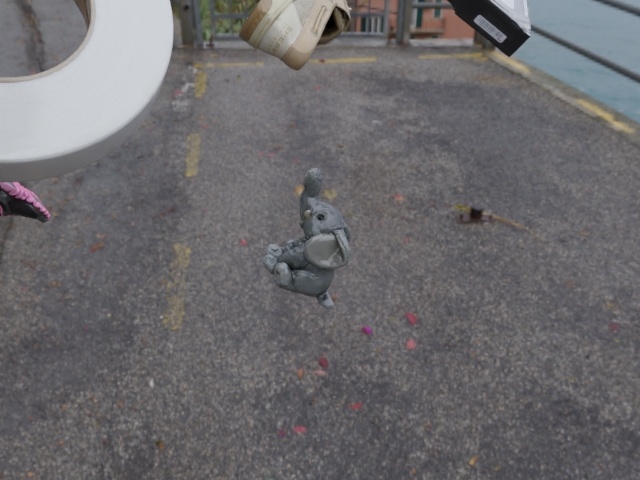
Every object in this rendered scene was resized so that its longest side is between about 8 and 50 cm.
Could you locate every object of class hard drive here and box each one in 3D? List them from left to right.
[{"bbox_3d":[0.301,-0.517,1.149,0.237,0.064,0.339,33,41,-13],"label":"hard drive"}]

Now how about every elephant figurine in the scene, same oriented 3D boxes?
[{"bbox_3d":[0.000,0.000,1.265,0.186,0.239,0.169,18,32,-46],"label":"elephant figurine"}]

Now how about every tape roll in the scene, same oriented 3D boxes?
[{"bbox_3d":[-0.369,-0.258,0.671,0.392,0.392,0.072,-18,-6,-27],"label":"tape roll"}]

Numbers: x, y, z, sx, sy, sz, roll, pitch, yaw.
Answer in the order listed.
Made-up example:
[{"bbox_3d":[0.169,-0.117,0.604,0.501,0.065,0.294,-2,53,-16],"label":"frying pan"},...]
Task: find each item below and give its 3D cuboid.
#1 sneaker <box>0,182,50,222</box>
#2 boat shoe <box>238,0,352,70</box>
[{"bbox_3d":[-0.466,-0.054,0.901,0.057,0.119,0.047,-44,61,-8],"label":"sneaker"},{"bbox_3d":[-0.014,-0.357,0.933,0.110,0.121,0.341,38,42,-9],"label":"boat shoe"}]
